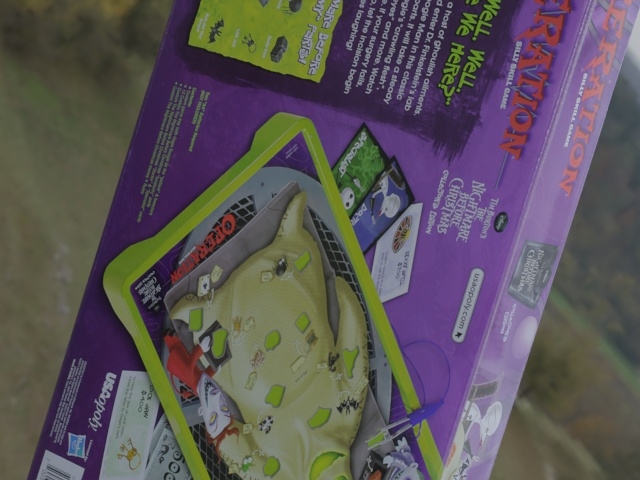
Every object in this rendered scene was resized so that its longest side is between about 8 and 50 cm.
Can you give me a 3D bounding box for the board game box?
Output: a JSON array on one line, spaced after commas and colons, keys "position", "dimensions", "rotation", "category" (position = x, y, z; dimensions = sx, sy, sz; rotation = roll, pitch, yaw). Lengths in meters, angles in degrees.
[{"position": [0.000, 0.000, 0.759], "dimensions": [0.208, 0.347, 0.056], "rotation": [21, 5, 37], "category": "board game box"}]
